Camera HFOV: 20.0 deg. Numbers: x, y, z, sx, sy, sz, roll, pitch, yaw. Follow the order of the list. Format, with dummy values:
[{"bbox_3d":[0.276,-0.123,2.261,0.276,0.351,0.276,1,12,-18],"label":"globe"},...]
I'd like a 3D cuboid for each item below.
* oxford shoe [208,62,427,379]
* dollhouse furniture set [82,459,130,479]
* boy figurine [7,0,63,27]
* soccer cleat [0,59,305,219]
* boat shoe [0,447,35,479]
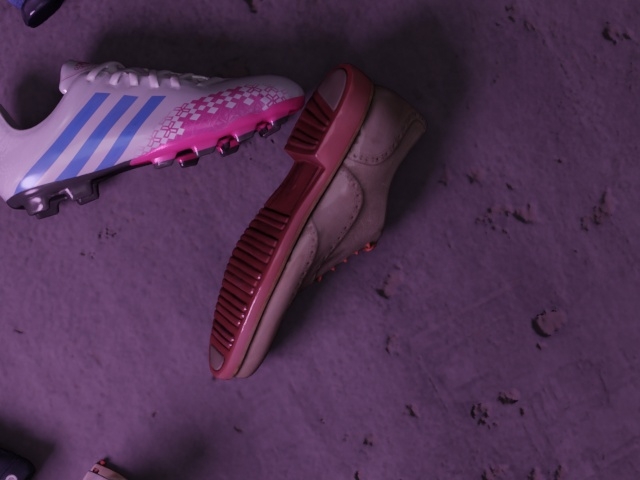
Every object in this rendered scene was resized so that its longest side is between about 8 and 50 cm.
[{"bbox_3d":[0.000,0.000,1.864,0.130,0.123,0.348,26,96,-23],"label":"oxford shoe"},{"bbox_3d":[-0.185,0.325,1.829,0.183,0.129,0.129,33,86,-2],"label":"dollhouse furniture set"},{"bbox_3d":[-0.366,-0.346,1.858,0.285,0.092,0.177,44,86,-1],"label":"boy figurine"},{"bbox_3d":[-0.184,-0.134,1.852,0.331,0.116,0.143,-19,89,-5],"label":"soccer cleat"},{"bbox_3d":[-0.383,0.344,1.821,0.091,0.114,0.302,23,87,2],"label":"boat shoe"}]
